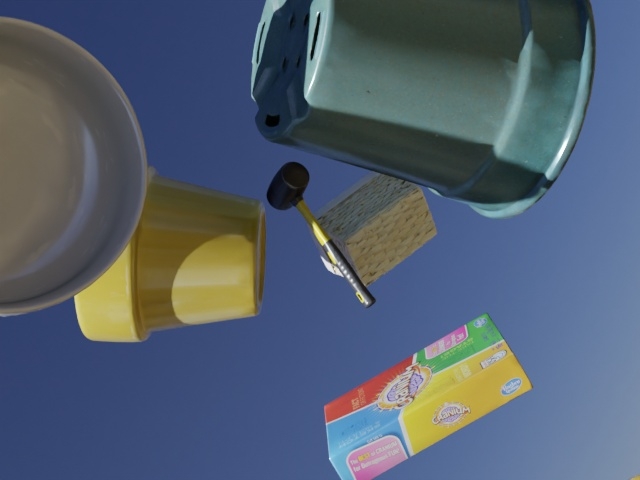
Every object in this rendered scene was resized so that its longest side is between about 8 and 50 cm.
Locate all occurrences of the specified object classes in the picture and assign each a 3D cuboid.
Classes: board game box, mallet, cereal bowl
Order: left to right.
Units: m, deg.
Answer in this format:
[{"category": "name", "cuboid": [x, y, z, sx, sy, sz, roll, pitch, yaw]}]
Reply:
[{"category": "cereal bowl", "cuboid": [-0.377, -0.076, 1.353, 0.339, 0.339, 0.141, -54, 18, -25]}, {"category": "mallet", "cuboid": [0.000, 0.000, 1.376, 0.039, 0.189, 0.062, -29, -5, -30]}, {"category": "board game box", "cuboid": [0.159, 0.246, 1.868, 0.317, 0.064, 0.242, -31, 11, 4]}]

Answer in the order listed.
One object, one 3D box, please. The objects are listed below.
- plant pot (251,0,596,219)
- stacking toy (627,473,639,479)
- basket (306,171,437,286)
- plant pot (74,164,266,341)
[{"category": "plant pot", "cuboid": [0.109, -0.217, 1.501, 0.334, 0.341, 0.341, 8, -68, -22]}, {"category": "stacking toy", "cuboid": [0.452, 0.414, 1.511, 0.350, 0.351, 0.480, 88, -155, -50]}, {"category": "basket", "cuboid": [0.083, -0.019, 1.840, 0.167, 0.103, 0.113, -35, -53, -15]}, {"category": "plant pot", "cuboid": [-0.201, 0.018, 1.669, 0.254, 0.239, 0.254, 1, -90, -88]}]
